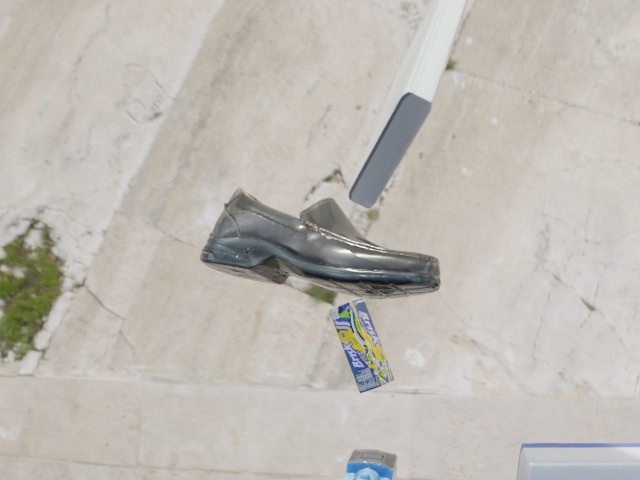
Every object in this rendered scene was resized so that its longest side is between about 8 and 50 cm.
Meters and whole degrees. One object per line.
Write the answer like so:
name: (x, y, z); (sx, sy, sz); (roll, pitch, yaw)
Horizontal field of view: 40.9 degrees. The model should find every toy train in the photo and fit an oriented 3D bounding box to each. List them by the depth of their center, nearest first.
toy train: (0.057, 0.341, 1.099); (0.080, 0.184, 0.105); (3, 97, 12)

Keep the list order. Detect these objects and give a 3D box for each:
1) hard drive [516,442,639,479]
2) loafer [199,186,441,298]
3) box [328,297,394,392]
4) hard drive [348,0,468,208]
hard drive: (0.331, 0.274, 0.768); (0.318, 0.040, 0.210); (0, 115, -1)
loafer: (0.000, 0.000, 0.564); (0.170, 0.062, 0.061); (9, 78, 23)
box: (0.078, 0.198, 1.623); (0.054, 0.059, 0.169); (-24, 81, 28)
hard drive: (0.143, -0.243, 1.302); (0.047, 0.233, 0.353); (25, 50, -3)
